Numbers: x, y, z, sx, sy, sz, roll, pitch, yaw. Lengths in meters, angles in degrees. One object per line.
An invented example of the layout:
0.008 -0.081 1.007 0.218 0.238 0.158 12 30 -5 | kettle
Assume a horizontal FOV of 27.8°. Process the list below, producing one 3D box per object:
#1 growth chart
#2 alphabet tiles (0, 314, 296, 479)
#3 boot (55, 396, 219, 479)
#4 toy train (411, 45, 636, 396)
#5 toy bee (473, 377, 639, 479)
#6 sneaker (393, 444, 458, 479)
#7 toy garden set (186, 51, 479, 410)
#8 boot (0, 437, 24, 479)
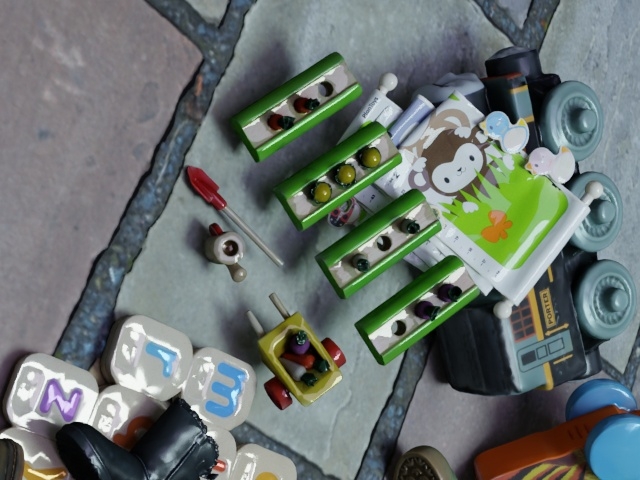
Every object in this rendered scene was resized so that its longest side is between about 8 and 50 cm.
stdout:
0.116 -0.043 1.132 0.237 0.021 0.172 29 92 -9 | growth chart
-0.142 0.209 0.988 0.278 0.021 0.284 29 69 -36 | alphabet tiles
-0.131 0.155 0.956 0.099 0.045 0.121 -43 122 -31 | boot
0.183 -0.011 1.226 0.190 0.142 0.334 -19 102 -32 | toy train
0.308 0.216 1.241 0.162 0.298 0.195 57 28 -18 | toy bee
0.124 0.271 1.211 0.086 0.064 0.192 -25 106 -48 | sneaker
0.000 0.000 1.059 0.203 0.049 0.244 -35 101 -17 | toy garden set
-0.282 0.196 0.817 0.106 0.082 0.219 49 60 -33 | boot
